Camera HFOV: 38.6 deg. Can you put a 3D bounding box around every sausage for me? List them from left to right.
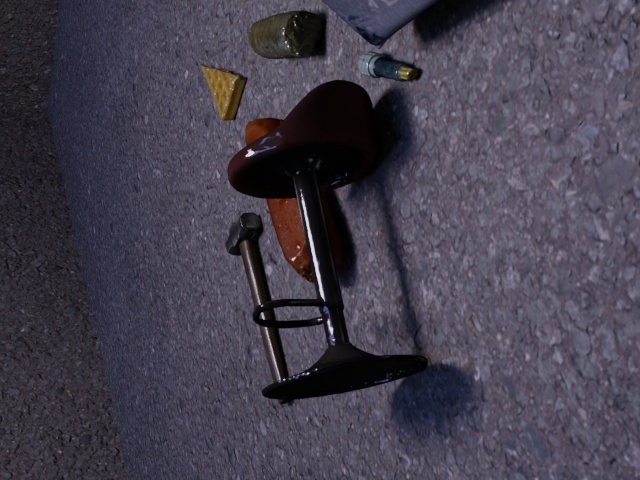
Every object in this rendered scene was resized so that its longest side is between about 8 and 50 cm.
[{"bbox_3d":[-0.041,-0.075,1.482,0.102,0.102,0.330,-62,40,47],"label":"sausage"}]

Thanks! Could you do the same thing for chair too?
[{"bbox_3d":[0.000,0.000,1.258,0.226,0.226,0.401,140,124,-59],"label":"chair"}]

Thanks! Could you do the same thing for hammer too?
[{"bbox_3d":[-0.112,0.130,1.718,0.111,0.043,0.365,-50,49,55],"label":"hammer"}]

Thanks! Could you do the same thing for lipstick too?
[{"bbox_3d":[0.095,-0.233,1.249,0.116,0.037,0.037,33,122,55],"label":"lipstick"}]

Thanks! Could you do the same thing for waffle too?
[{"bbox_3d":[-0.203,-0.346,1.863,0.125,0.032,0.191,113,143,-45],"label":"waffle"}]

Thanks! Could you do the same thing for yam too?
[{"bbox_3d":[-0.060,-0.338,1.517,0.179,0.078,0.078,-165,73,-63],"label":"yam"}]

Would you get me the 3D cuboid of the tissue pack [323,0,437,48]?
[{"bbox_3d":[0.006,-0.423,1.038,0.124,0.394,0.288,-54,14,-20],"label":"tissue pack"}]
